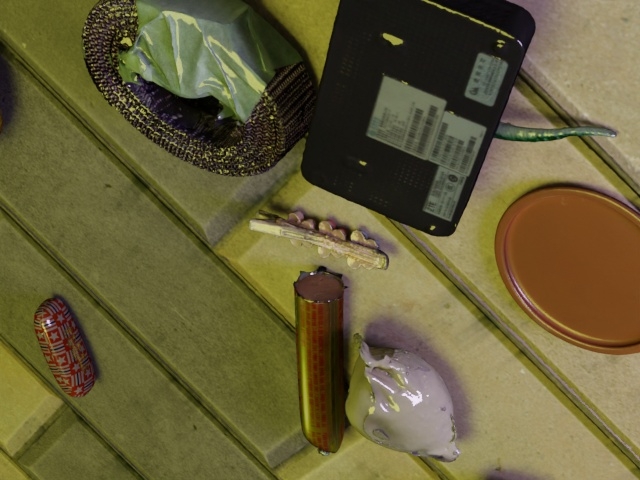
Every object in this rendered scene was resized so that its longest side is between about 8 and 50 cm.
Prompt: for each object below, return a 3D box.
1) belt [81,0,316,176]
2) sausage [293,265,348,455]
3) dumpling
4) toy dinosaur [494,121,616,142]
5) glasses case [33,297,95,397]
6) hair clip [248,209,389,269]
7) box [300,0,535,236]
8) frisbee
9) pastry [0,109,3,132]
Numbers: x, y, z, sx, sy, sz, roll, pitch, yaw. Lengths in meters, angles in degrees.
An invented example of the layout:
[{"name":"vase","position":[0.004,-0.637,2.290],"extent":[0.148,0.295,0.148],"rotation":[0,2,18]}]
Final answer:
[{"name":"belt","position":[-0.161,-0.216,1.855],"extent":[0.325,0.122,0.260],"rotation":[31,143,13]},{"name":"sausage","position":[0.001,0.196,2.122],"extent":[0.082,0.082,0.371],"rotation":[22,137,24]},{"name":"dumpling","position":[0.104,0.227,2.041],"extent":[0.247,0.142,0.172],"rotation":[56,174,-24]},{"name":"toy dinosaur","position":[0.149,-0.178,1.671],"extent":[0.383,0.076,0.129],"rotation":[13,138,36]},{"name":"glasses case","position":[-0.442,0.192,2.481],"extent":[0.049,0.073,0.194],"rotation":[1,125,29]},{"name":"hair clip","position":[0.003,-0.003,1.965],"extent":[0.214,0.056,0.062],"rotation":[16,117,18]},{"name":"box","position":[0.102,-0.156,1.633],"extent":[0.211,0.058,0.350],"rotation":[22,141,6]},{"name":"frisbee","position":[0.329,0.037,1.750],"extent":[0.251,0.021,0.250],"rotation":[23,136,24]},{"name":"pastry","position":[-0.641,-0.261,2.187],"extent":[0.356,0.164,0.356],"rotation":[26,143,22]}]
